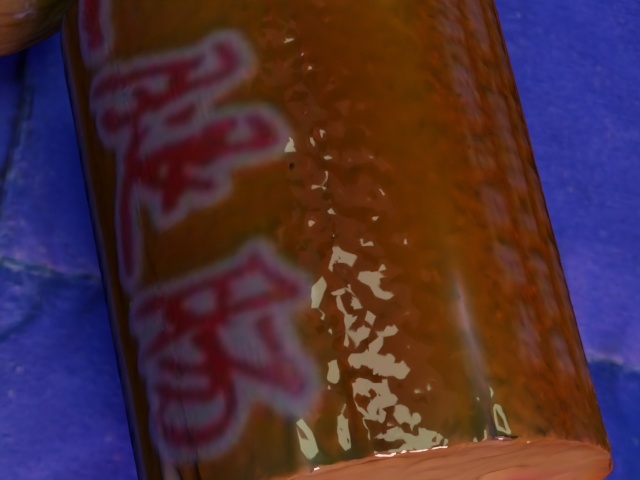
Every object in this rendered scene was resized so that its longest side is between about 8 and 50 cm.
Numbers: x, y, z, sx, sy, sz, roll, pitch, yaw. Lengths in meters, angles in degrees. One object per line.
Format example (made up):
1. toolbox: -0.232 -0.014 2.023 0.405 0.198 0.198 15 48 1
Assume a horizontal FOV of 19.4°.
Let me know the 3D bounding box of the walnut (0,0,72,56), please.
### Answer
1. walnut: -0.214 -0.174 0.991 0.197 0.165 0.165 -3 68 -8

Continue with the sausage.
1. sausage: 0.000 0.000 0.934 0.233 0.233 0.287 -5 68 -17
